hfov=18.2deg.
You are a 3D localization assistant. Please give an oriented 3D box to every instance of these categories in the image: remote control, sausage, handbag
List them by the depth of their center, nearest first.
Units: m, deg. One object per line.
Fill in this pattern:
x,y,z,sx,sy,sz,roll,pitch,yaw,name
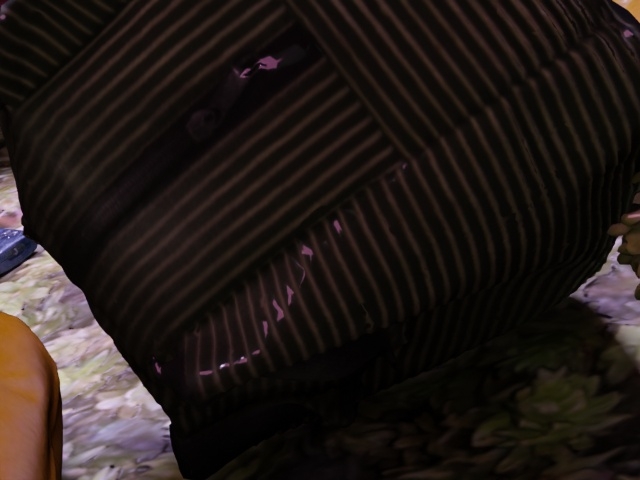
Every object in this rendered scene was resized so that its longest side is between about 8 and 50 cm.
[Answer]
-0.013,-0.035,0.921,0.240,0.247,0.341,-37,-11,-11,handbag
-0.177,0.127,0.931,0.112,0.112,0.328,-18,21,1,sausage
-0.265,0.005,1.415,0.152,0.027,0.043,3,24,40,remote control

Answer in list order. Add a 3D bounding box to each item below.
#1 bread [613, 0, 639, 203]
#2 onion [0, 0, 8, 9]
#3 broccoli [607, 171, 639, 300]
0.264,-0.121,1.162,0.239,0.111,0.246,-6,24,27,bread
-0.235,-0.243,1.634,0.341,0.341,0.341,-16,21,6,onion
0.213,0.028,0.772,0.198,0.226,0.176,15,-25,-12,broccoli
